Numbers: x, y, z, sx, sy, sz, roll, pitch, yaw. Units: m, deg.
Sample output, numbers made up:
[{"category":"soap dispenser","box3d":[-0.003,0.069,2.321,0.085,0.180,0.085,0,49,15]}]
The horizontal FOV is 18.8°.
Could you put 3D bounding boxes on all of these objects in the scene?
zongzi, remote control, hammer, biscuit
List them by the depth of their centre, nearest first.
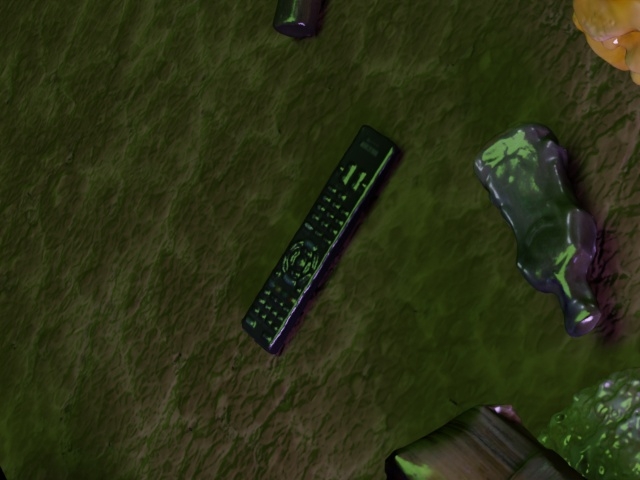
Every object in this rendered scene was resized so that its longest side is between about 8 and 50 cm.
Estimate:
[{"category":"zongzi","box3d":[0.169,0.304,1.486,0.286,0.138,0.300,39,140,27]},{"category":"biscuit","box3d":[0.241,0.162,1.525,0.250,0.032,0.133,-20,53,44]},{"category":"remote control","box3d":[0.000,0.000,1.917,0.245,0.025,0.063,-58,38,7]},{"category":"hammer","box3d":[0.017,-0.428,2.138,0.168,0.044,0.440,-7,64,50]}]

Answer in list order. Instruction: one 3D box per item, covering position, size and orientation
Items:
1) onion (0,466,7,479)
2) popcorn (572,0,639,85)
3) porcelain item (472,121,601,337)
[{"category":"onion","box3d":[-0.351,0.335,1.902,0.420,0.398,0.398,-19,52,16]},{"category":"popcorn","box3d":[0.349,-0.236,1.496,0.332,0.225,0.265,6,84,29]},{"category":"porcelain item","box3d":[0.199,-0.005,1.644,0.081,0.069,0.216,-35,43,16]}]
